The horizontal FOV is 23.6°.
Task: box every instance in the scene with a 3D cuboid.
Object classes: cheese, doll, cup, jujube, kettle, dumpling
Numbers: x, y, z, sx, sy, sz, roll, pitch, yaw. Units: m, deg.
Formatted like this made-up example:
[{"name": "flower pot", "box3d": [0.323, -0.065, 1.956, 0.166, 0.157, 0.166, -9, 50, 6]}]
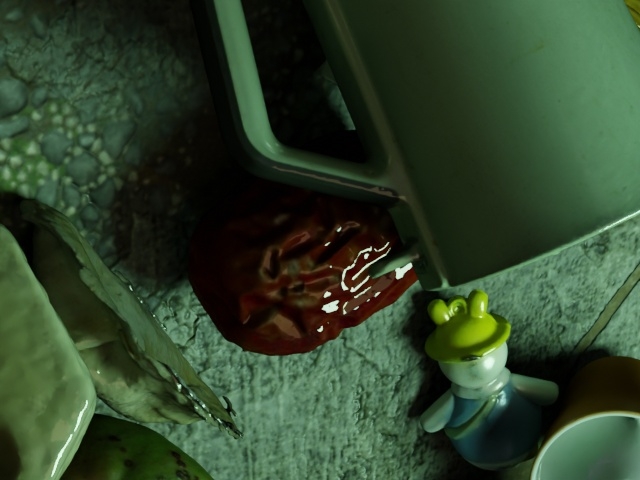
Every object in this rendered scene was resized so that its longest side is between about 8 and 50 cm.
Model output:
[{"name": "cheese", "box3d": [-0.342, 0.127, 1.199, 0.318, 0.115, 0.326, 18, 80, -9]}, {"name": "doll", "box3d": [0.176, 0.157, 1.651, 0.099, 0.135, 0.241, -47, 130, -39]}, {"name": "cup", "box3d": [0.332, 0.252, 1.682, 0.182, 0.264, 0.226, -11, 104, 15]}, {"name": "jujube", "box3d": [0.000, 0.000, 1.409, 0.250, 0.174, 0.174, -36, 128, -18]}, {"name": "kettle", "box3d": [0.082, -0.155, 1.262, 0.361, 0.250, 0.376, -25, 94, -9]}, {"name": "dumpling", "box3d": [-0.168, 0.112, 1.370, 0.086, 0.166, 0.332, -37, 128, 4]}]

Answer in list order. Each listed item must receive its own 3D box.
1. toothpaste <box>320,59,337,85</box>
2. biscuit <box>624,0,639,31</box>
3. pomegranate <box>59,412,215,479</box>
[{"name": "toothpaste", "box3d": [0.061, -0.243, 1.417, 0.052, 0.033, 0.218, 26, 93, -43]}, {"name": "biscuit", "box3d": [0.371, -0.244, 1.610, 0.318, 0.040, 0.318, -15, 121, -27]}, {"name": "pomegranate", "box3d": [-0.193, 0.311, 1.388, 0.291, 0.291, 0.323, -37, 148, -12]}]
